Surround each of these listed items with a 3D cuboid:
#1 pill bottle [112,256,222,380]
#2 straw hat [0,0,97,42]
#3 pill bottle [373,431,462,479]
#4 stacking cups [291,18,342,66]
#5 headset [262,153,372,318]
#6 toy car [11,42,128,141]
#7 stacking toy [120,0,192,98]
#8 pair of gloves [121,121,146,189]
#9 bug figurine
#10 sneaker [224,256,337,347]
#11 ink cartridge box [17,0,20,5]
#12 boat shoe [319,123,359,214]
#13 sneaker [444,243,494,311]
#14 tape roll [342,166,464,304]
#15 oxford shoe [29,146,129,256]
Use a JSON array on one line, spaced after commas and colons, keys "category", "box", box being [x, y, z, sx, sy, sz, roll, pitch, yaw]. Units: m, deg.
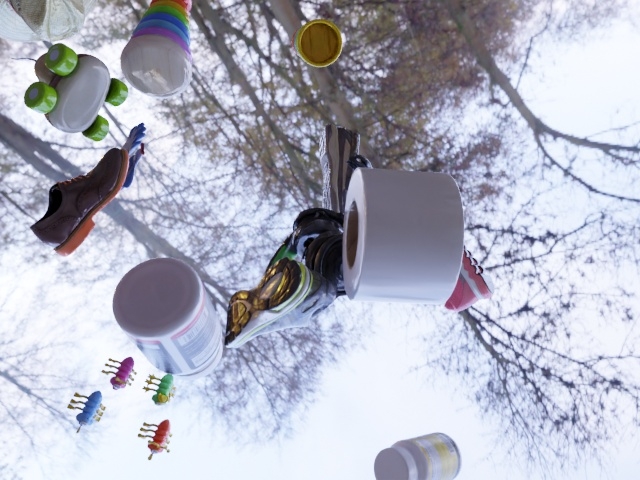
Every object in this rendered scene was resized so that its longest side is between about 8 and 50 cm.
[{"category": "pill bottle", "box": [-0.366, 0.216, 1.438, 0.210, 0.363, 0.210, -1, -122, 2]}, {"category": "straw hat", "box": [-0.247, -0.218, 0.517, 0.144, 0.144, 0.061, -33, -107, -4]}, {"category": "pill bottle", "box": [0.226, 0.517, 1.319, 0.119, 0.208, 0.119, -9, -102, 44]}, {"category": "stacking cups", "box": [-0.014, -0.454, 1.308, 0.096, 0.096, 0.316, -25, -161, 4]}, {"category": "headset", "box": [0.000, 0.000, 1.239, 0.394, 0.185, 0.243, -45, -147, 10]}, {"category": "toy car", "box": [-0.489, -0.292, 1.058, 0.188, 0.155, 0.149, 28, -91, 27]}, {"category": "stacking toy", "box": [-0.336, -0.458, 1.239, 0.141, 0.141, 0.330, -15, -133, 13]}, {"category": "pair of gloves", "box": [-0.525, -0.230, 1.576, 0.159, 0.023, 0.198, -45, -136, 28]}, {"category": "bug figurine", "box": [-0.468, 0.409, 1.421, 0.072, 0.279, 0.216, -30, -143, 44]}, {"category": "sneaker", "box": [-0.086, 0.138, 1.075, 0.300, 0.121, 0.111, -34, -136, 44]}, {"category": "ink cartridge box", "box": [-0.236, -0.414, 0.580, 0.371, 0.175, 0.069, -47, -159, 4]}, {"category": "boat shoe", "box": [0.076, -0.166, 1.622, 0.130, 0.132, 0.356, -1, -101, -11]}, {"category": "sneaker", "box": [0.279, 0.032, 1.373, 0.136, 0.116, 0.314, -39, -114, 20]}, {"category": "tape roll", "box": [0.139, -0.007, 1.037, 0.169, 0.246, 0.246, 3, -132, -7]}, {"category": "oxford shoe", "box": [-0.482, -0.102, 1.158, 0.097, 0.098, 0.271, -12, -134, 39]}]
